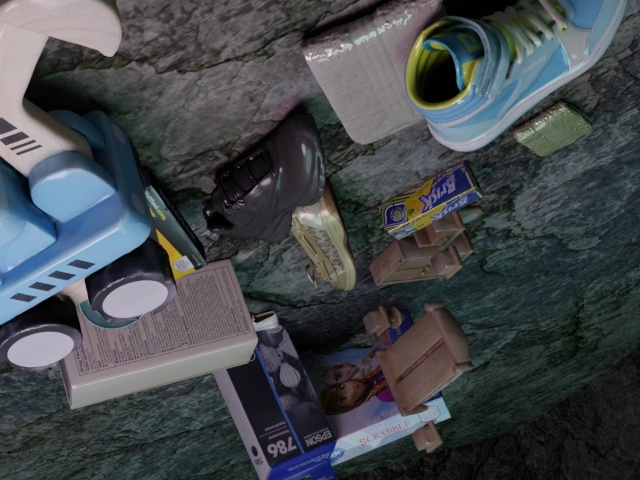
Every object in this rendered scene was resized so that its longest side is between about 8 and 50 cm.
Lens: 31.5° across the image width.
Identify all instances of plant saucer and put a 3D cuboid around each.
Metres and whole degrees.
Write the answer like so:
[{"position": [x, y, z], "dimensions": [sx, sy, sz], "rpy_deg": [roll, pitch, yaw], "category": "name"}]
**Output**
[{"position": [-0.320, 0.081, 1.765], "dimensions": [0.119, 0.021, 0.119], "rpy_deg": [-10, 116, -21], "category": "plant saucer"}]

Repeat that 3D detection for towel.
[{"position": [0.385, -0.181, 1.862], "dimensions": [0.110, 0.027, 0.148], "rpy_deg": [-32, 155, 22], "category": "towel"}, {"position": [0.093, -0.224, 1.479], "dimensions": [0.187, 0.049, 0.282], "rpy_deg": [-25, 157, 5], "category": "towel"}]

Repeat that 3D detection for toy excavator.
[{"position": [-0.321, -0.081, 1.256], "dimensions": [0.432, 0.222, 0.445], "rpy_deg": [-29, 148, 14], "category": "toy excavator"}]

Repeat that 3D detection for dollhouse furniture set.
[{"position": [0.252, 0.158, 2.082], "dimensions": [0.173, 0.356, 0.303], "rpy_deg": [-6, 152, -35], "category": "dollhouse furniture set"}]

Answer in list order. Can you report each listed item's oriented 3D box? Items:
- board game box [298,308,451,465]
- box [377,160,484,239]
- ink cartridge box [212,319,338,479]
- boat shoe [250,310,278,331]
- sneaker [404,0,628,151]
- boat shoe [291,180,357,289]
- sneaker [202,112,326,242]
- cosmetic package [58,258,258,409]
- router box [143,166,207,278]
[{"position": [0.080, 0.309, 2.360], "dimensions": [0.318, 0.319, 0.066], "rpy_deg": [-24, 121, 3], "category": "board game box"}, {"position": [0.186, -0.066, 1.909], "dimensions": [0.168, 0.054, 0.059], "rpy_deg": [-28, 157, 15], "category": "box"}, {"position": [-0.082, 0.329, 2.170], "dimensions": [0.165, 0.333, 0.065], "rpy_deg": [-17, 166, -35], "category": "ink cartridge box"}, {"position": [-0.131, 0.156, 2.163], "dimensions": [0.100, 0.035, 0.035], "rpy_deg": [-12, 127, -2], "category": "boat shoe"}, {"position": [0.237, -0.248, 1.383], "dimensions": [0.319, 0.127, 0.208], "rpy_deg": [-46, 156, 11], "category": "sneaker"}, {"position": [0.000, 0.000, 1.848], "dimensions": [0.089, 0.105, 0.285], "rpy_deg": [-17, 147, 0], "category": "boat shoe"}, {"position": [-0.081, -0.077, 1.588], "dimensions": [0.130, 0.109, 0.286], "rpy_deg": [-3, 150, -25], "category": "sneaker"}, {"position": [-0.275, 0.151, 1.851], "dimensions": [0.309, 0.160, 0.113], "rpy_deg": [-12, 157, -18], "category": "cosmetic package"}, {"position": [-0.256, -0.006, 1.581], "dimensions": [0.133, 0.046, 0.179], "rpy_deg": [-25, 135, 6], "category": "router box"}]
